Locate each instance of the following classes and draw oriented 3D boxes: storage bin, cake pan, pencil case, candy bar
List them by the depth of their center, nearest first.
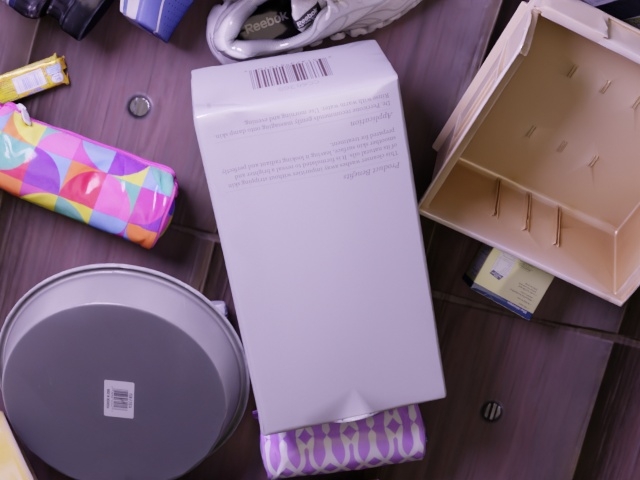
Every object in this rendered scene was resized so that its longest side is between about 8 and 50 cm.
[{"bbox_3d":[0.282,-0.101,1.338,0.262,0.123,0.260,25,131,-7],"label":"storage bin"},{"bbox_3d":[-0.274,-0.074,1.379,0.236,0.104,0.104,23,97,-9],"label":"pencil case"},{"bbox_3d":[-0.361,-0.169,1.396,0.161,0.018,0.040,-20,104,-1],"label":"candy bar"},{"bbox_3d":[-0.228,0.165,1.397,0.293,0.054,0.293,1,118,2],"label":"cake pan"},{"bbox_3d":[0.027,0.228,1.456,0.206,0.086,0.088,-8,66,-4],"label":"pencil case"}]

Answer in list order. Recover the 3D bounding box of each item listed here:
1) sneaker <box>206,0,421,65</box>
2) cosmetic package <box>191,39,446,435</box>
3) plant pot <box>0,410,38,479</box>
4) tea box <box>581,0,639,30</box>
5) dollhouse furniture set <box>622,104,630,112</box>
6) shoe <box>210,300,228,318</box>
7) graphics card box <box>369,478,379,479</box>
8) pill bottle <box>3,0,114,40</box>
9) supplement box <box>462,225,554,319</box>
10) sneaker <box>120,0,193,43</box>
[{"bbox_3d":[0.013,-0.267,1.355,0.292,0.118,0.110,-27,98,0],"label":"sneaker"},{"bbox_3d":[0.000,0.000,1.337,0.217,0.156,0.385,-10,116,-3],"label":"cosmetic package"},{"bbox_3d":[-0.428,0.316,1.373,0.239,0.254,0.254,-26,101,-15],"label":"plant pot"},{"bbox_3d":[0.459,-0.365,1.291,0.323,0.220,0.329,26,92,-6],"label":"tea box"},{"bbox_3d":[0.371,-0.126,1.417,0.091,0.081,0.114,-21,100,0],"label":"dollhouse furniture set"},{"bbox_3d":[-0.193,0.120,1.432,0.177,0.063,0.081,-6,96,-6],"label":"shoe"},{"bbox_3d":[-0.091,0.407,1.380,0.370,0.094,0.233,-3,65,-15],"label":"graphics card box"},{"bbox_3d":[-0.320,-0.317,1.322,0.219,0.123,0.123,36,96,-9],"label":"pill bottle"},{"bbox_3d":[0.225,0.034,1.447,0.083,0.056,0.083,28,97,-8],"label":"supplement box"},{"bbox_3d":[-0.086,-0.350,1.328,0.182,0.127,0.316,23,96,-5],"label":"sneaker"}]
